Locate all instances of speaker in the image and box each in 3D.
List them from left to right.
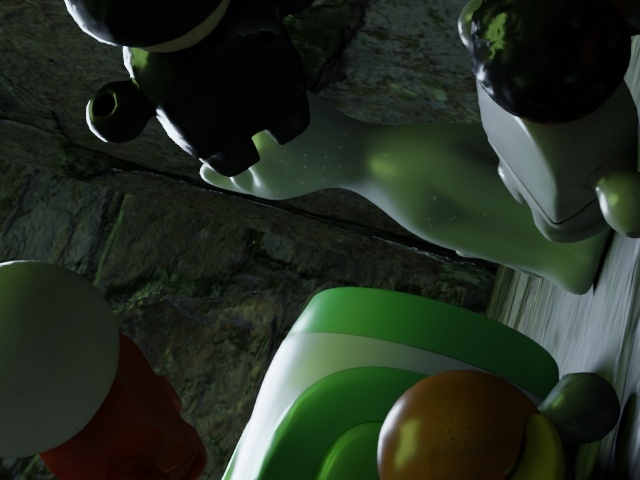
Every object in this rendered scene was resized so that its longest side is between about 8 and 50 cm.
[{"bbox_3d":[0.004,0.174,0.513,0.131,0.131,0.296,86,-159,-71],"label":"speaker"}]

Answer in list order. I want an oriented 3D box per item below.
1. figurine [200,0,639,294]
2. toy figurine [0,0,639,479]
[{"bbox_3d":[0.046,-0.087,0.612,0.092,0.210,0.214,-63,-13,-58],"label":"figurine"},{"bbox_3d":[0.000,0.000,0.433,0.148,0.210,0.213,59,-134,-65],"label":"toy figurine"}]
